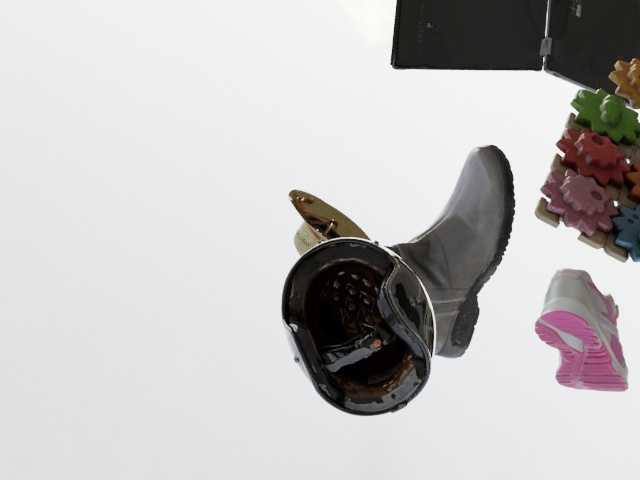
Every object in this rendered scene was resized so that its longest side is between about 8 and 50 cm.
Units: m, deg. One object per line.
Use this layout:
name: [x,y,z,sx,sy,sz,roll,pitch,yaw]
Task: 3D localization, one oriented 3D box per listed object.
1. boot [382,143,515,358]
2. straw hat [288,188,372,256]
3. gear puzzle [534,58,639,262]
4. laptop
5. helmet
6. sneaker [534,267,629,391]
boot: [0.137,0.016,2.092,0.223,0.338,0.118,8,-165,-23]
straw hat: [0.000,0.000,1.951,0.144,0.061,0.144,34,-162,-12]
gear puzzle: [0.346,-0.100,1.588,0.175,0.044,0.339,28,-137,0]
laptop: [0.368,-0.448,2.607,0.408,0.236,0.381,15,-104,-38]
helmet: [0.040,0.083,1.520,0.169,0.169,0.161,33,-156,-29]
sneaker: [0.367,0.124,1.995,0.252,0.103,0.111,60,-141,-51]
